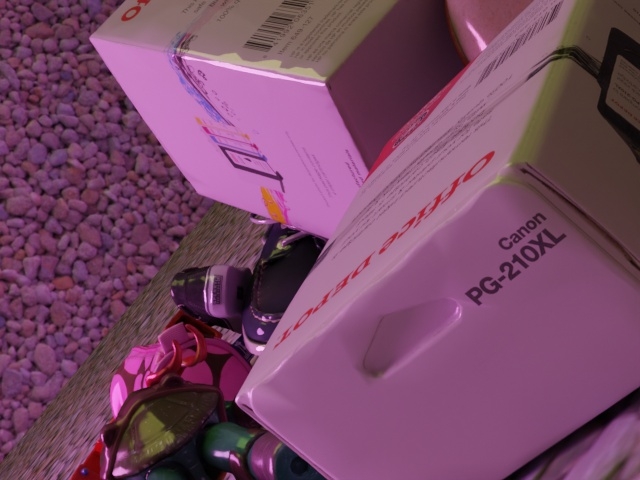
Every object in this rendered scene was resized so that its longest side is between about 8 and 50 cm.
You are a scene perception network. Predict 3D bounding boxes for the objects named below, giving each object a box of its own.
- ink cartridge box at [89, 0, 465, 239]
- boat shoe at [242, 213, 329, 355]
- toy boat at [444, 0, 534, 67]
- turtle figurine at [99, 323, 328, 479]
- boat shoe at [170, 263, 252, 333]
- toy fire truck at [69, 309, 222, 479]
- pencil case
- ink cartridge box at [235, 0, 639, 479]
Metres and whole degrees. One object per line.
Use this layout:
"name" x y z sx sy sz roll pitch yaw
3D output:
"ink cartridge box" 0.004 -0.117 0.906 0.233 0.168 0.171 19 60 43
"boat shoe" 0.000 0.000 0.988 0.095 0.079 0.254 2 26 19
"toy boat" 0.179 -0.165 0.788 0.231 0.151 0.151 -49 -22 -2
"turtle figurine" -0.069 0.132 0.741 0.175 0.118 0.234 -50 14 -9
"boat shoe" -0.075 0.040 0.981 0.142 0.040 0.049 56 -145 -78
"toy fire truck" -0.163 0.163 1.181 0.135 0.047 0.192 -59 0 42
"pencil case" -0.110 0.116 1.040 0.095 0.098 0.209 -39 5 -20
"ink cartridge box" 0.084 -0.008 0.593 0.172 0.100 0.237 -43 9 35
